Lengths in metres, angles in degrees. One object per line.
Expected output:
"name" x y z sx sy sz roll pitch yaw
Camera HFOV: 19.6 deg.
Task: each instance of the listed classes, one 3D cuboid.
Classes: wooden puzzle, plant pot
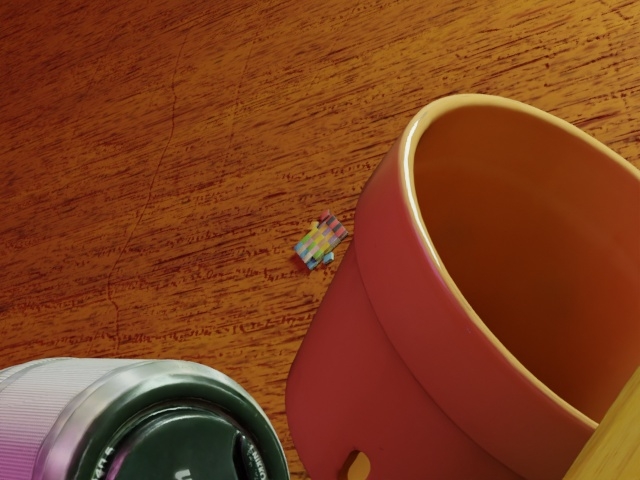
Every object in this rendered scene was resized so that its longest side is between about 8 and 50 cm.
"wooden puzzle" 0.000 0.000 1.720 0.049 0.006 0.083 -45 26 2
"plant pot" 0.114 0.082 1.173 0.203 0.291 0.291 -50 21 33

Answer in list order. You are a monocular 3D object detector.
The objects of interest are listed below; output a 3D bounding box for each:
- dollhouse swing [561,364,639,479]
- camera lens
"dollhouse swing" 0.284 0.132 0.684 0.315 0.305 0.347 -47 -2 -40
"camera lens" -0.173 0.202 1.447 0.274 0.219 0.219 -4 48 53
